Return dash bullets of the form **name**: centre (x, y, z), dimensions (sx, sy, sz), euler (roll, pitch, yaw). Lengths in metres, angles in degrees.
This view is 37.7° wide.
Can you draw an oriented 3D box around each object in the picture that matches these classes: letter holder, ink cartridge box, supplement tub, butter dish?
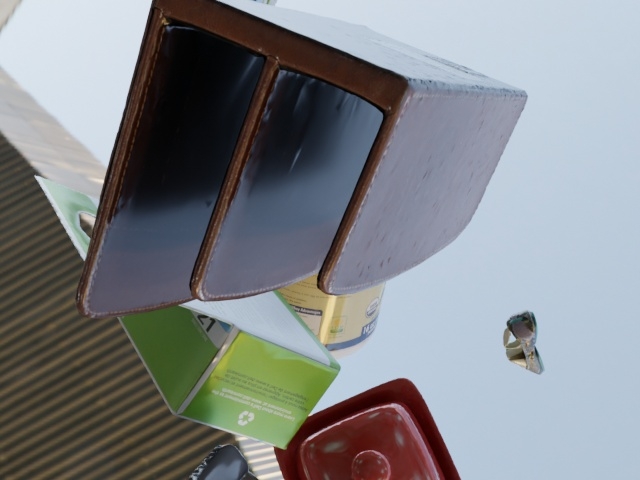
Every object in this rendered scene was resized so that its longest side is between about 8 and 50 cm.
- **letter holder**: centre (0.002, -0.030, 0.629), dimensions (0.152, 0.302, 0.214), euler (26, -74, 18)
- **ink cartridge box**: centre (-0.135, 0.062, 0.810), dimensions (0.097, 0.255, 0.189), euler (-56, -141, 10)
- **supplement tub**: centre (0.000, 0.000, 1.426), dimensions (0.228, 0.228, 0.316), euler (31, -53, 29)
- **butter dish**: centre (0.047, 0.219, 0.878), dimensions (0.160, 0.118, 0.159), euler (-23, -107, -4)

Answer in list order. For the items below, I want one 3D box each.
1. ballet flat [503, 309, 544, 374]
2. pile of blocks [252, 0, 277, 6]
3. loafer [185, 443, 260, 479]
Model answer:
- **ballet flat**: centre (0.221, 0.115, 1.032), dimensions (0.041, 0.114, 0.041), euler (-10, -129, 12)
- **pile of blocks**: centre (-0.134, -0.299, 1.194), dimensions (0.113, 0.362, 0.148), euler (21, -62, -2)
- **loafer**: centre (-0.084, 0.255, 0.595), dimensions (0.130, 0.366, 0.133), euler (39, -68, 2)
